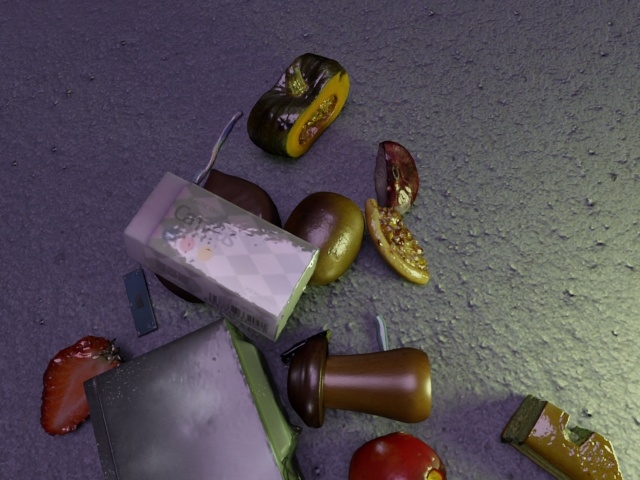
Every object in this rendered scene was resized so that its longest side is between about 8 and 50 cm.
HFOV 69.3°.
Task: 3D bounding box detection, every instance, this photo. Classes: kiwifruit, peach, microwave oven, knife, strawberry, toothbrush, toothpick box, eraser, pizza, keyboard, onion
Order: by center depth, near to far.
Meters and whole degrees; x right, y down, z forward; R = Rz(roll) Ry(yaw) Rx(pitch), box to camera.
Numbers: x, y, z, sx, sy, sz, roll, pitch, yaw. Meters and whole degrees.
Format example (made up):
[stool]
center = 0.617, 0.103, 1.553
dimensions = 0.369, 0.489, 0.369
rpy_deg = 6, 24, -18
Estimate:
[peach]
center = 0.157, 0.497, 0.894
dimensions = 0.196, 0.190, 0.226
rpy_deg = -14, 61, -16
[microwave oven]
center = -0.223, 0.428, 0.936
dimensions = 0.375, 0.236, 0.432
rpy_deg = -24, 68, -3
[toothpick box]
center = 0.077, 0.299, 0.979
dimensions = 0.295, 0.192, 0.192
rpy_deg = 0, 68, 7
[eraser]
center = -0.219, 0.028, 1.003
dimensions = 0.397, 0.082, 0.213
rpy_deg = 27, 76, 11
[knife]
center = 0.150, 0.276, 1.078
dimensions = 0.028, 0.015, 0.210
rpy_deg = -6, 69, -1
[strawberry]
center = -0.564, 0.324, 1.098
dimensions = 0.236, 0.107, 0.175
rpy_deg = -31, 105, -6
[kiwifruit]
center = 0.000, 0.000, 1.114
dimensions = 0.196, 0.196, 0.234
rpy_deg = 23, 69, 15
[pizza]
center = 0.183, 0.003, 1.115
dimensions = 0.127, 0.058, 0.246
rpy_deg = -20, 82, -46
[onion]
center = 0.203, -0.162, 1.188
dimensions = 0.098, 0.151, 0.205
rpy_deg = 0, 84, -9
[keyboard]
center = -0.465, 0.158, 1.194
dimensions = 0.055, 0.014, 0.176
rpy_deg = -23, 67, -3
[toothbrush]
center = -0.298, -0.276, 1.350
dimensions = 0.027, 0.021, 0.269
rpy_deg = 24, 72, 9

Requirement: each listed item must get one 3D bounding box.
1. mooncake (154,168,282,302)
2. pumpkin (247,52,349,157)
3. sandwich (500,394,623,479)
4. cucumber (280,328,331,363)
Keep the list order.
[mooncake]
center = -0.272, -0.005, 1.149
dimensions = 0.334, 0.174, 0.325
rpy_deg = 19, 77, 12
[pumpkin]
center = -0.057, -0.372, 1.254
dimensions = 0.139, 0.222, 0.317
rpy_deg = 38, 77, 18
[sandwich]
center = 0.504, 0.428, 0.923
dimensions = 0.236, 0.122, 0.128
rpy_deg = 35, 79, 16
[cucumber]
center = -0.034, 0.249, 1.100
dimensions = 0.135, 0.033, 0.034
rpy_deg = -22, 29, -3
